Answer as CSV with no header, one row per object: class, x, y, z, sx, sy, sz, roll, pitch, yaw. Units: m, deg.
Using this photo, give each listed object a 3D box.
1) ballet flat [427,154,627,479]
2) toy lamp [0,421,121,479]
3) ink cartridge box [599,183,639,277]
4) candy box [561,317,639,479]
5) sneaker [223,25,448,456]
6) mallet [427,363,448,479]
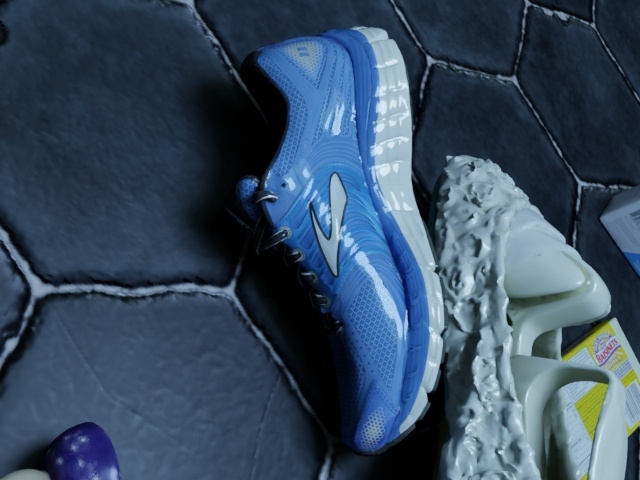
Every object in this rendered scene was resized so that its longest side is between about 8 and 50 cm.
ballet flat,0.164,0.095,0.610,0.147,0.147,0.409,25,53,-27
toy lamp,-0.236,0.143,0.377,0.274,0.080,0.080,2,69,-40
ink cartridge box,0.429,-0.031,0.909,0.104,0.181,0.061,53,48,-6
candy box,0.266,0.160,0.796,0.205,0.027,0.105,-21,81,-42
sneaker,0.000,0.000,0.615,0.147,0.130,0.330,-6,79,-16
mallet,0.106,0.196,0.652,0.062,0.039,0.190,20,63,-26
